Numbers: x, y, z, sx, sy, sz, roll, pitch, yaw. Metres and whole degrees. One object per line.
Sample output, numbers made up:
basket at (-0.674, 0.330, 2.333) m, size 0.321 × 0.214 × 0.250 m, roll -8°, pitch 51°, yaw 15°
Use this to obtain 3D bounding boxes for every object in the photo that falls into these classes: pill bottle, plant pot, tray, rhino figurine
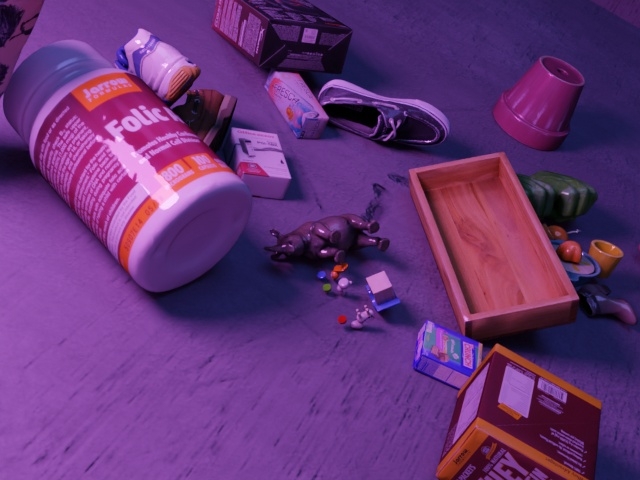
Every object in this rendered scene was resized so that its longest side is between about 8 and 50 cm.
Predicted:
pill bottle at (-0.310, -0.127, 1.354) m, size 0.392 × 0.224 × 0.224 m, roll 44°, pitch 41°, yaw 20°
plant pot at (0.566, -0.358, 2.186) m, size 0.201 × 0.180 × 0.201 m, roll 16°, pitch 39°, yaw -13°
tray at (0.315, 0.002, 1.643) m, size 0.202 × 0.076 × 0.411 m, roll -11°, pitch 44°, yaw -2°
rhino figurine at (0.000, 0.000, 1.509) m, size 0.243 × 0.073 × 0.106 m, roll -11°, pitch 18°, yaw -38°

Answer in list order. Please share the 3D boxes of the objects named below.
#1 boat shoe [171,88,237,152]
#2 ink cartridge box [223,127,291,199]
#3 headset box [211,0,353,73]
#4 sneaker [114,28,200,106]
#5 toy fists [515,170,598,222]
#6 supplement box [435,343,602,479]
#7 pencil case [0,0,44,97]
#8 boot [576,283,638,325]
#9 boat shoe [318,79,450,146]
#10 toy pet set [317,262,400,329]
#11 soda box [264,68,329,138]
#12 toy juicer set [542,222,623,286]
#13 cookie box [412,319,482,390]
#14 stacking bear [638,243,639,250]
boat shoe at (-0.236, -0.190, 1.583) m, size 0.104 × 0.111 × 0.307 m, roll 19°, pitch 28°, yaw -5°
ink cartridge box at (-0.121, -0.147, 1.630) m, size 0.099 × 0.056 × 0.135 m, roll 5°, pitch 43°, yaw -25°
headset box at (-0.098, -0.485, 1.953) m, size 0.218 × 0.110 × 0.293 m, roll -2°, pitch 31°, yaw -33°
sneaker at (-0.298, -0.293, 1.518) m, size 0.131 × 0.296 × 0.112 m, roll 43°, pitch 72°, yaw -11°
toy fists at (0.479, -0.094, 1.875) m, size 0.279 × 0.096 × 0.142 m, roll 0°, pitch 16°, yaw -32°
supplement box at (0.303, 0.300, 1.303) m, size 0.191 × 0.129 × 0.194 m, roll 29°, pitch 37°, yaw 2°
pencil case at (-0.538, -0.252, 1.239) m, size 0.160 × 0.410 × 0.183 m, roll 44°, pitch 27°, yaw 12°
boot at (0.570, 0.135, 1.734) m, size 0.087 × 0.042 × 0.118 m, roll -15°, pitch 53°, yaw -34°
boat shoe at (0.138, -0.261, 1.878) m, size 0.301 × 0.108 × 0.102 m, roll 20°, pitch 38°, yaw -6°
toy pet set at (0.070, 0.097, 1.478) m, size 0.114 × 0.065 × 0.122 m, roll -22°, pitch 47°, yaw -2°
soda box at (-0.053, -0.296, 1.843) m, size 0.063 × 0.058 × 0.183 m, roll -3°, pitch 46°, yaw -34°
toy juicer set at (0.455, 0.024, 1.716) m, size 0.209 × 0.089 × 0.329 m, roll 33°, pitch 32°, yaw 28°
cookie box at (0.214, 0.194, 1.446) m, size 0.107 × 0.040 × 0.092 m, roll 25°, pitch 37°, yaw -5°
stacking bear at (0.840, 0.065, 1.879) m, size 0.175 × 0.164 × 0.289 m, roll -32°, pitch 52°, yaw -22°
